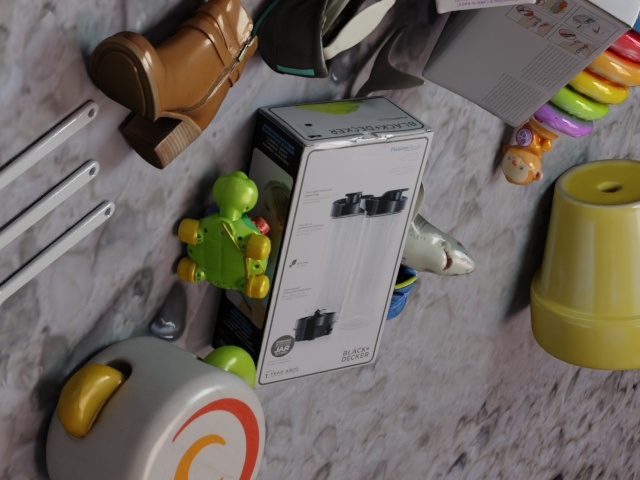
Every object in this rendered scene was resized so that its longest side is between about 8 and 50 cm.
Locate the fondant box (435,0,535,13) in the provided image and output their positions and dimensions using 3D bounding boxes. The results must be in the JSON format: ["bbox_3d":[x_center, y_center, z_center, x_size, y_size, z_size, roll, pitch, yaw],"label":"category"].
[{"bbox_3d":[0.123,-0.400,1.498,0.330,0.096,0.238,75,12,-46],"label":"fondant box"}]

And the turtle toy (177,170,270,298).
[{"bbox_3d":[-0.087,-0.006,1.687,0.066,0.095,0.130,-62,162,-50],"label":"turtle toy"}]

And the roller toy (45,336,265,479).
[{"bbox_3d":[-0.165,0.197,1.666,0.209,0.146,0.191,-17,121,-47],"label":"roller toy"}]

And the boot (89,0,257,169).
[{"bbox_3d":[-0.121,-0.165,1.489,0.152,0.073,0.197,-52,164,-16],"label":"boot"}]

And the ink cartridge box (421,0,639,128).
[{"bbox_3d":[0.255,-0.300,1.776,0.271,0.130,0.309,-64,-174,-19],"label":"ink cartridge box"}]

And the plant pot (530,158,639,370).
[{"bbox_3d":[0.423,0.022,2.463,0.254,0.254,0.239,-35,127,-43],"label":"plant pot"}]

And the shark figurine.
[{"bbox_3d":[0.061,-0.084,1.891,0.116,0.166,0.278,-76,152,-64],"label":"shark figurine"}]

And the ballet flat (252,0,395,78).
[{"bbox_3d":[0.047,-0.265,1.658,0.280,0.096,0.095,-57,152,-11],"label":"ballet flat"}]

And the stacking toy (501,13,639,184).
[{"bbox_3d":[0.317,-0.195,2.181,0.166,0.175,0.302,-7,135,-58],"label":"stacking toy"}]

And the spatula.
[{"bbox_3d":[-0.259,-0.008,1.447,0.242,0.019,0.168,-42,147,-34],"label":"spatula"}]

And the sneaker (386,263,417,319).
[{"bbox_3d":[0.079,0.055,2.038,0.069,0.082,0.209,-57,155,-14],"label":"sneaker"}]

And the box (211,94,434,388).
[{"bbox_3d":[0.000,0.000,1.786,0.169,0.087,0.290,-10,126,-35],"label":"box"}]
